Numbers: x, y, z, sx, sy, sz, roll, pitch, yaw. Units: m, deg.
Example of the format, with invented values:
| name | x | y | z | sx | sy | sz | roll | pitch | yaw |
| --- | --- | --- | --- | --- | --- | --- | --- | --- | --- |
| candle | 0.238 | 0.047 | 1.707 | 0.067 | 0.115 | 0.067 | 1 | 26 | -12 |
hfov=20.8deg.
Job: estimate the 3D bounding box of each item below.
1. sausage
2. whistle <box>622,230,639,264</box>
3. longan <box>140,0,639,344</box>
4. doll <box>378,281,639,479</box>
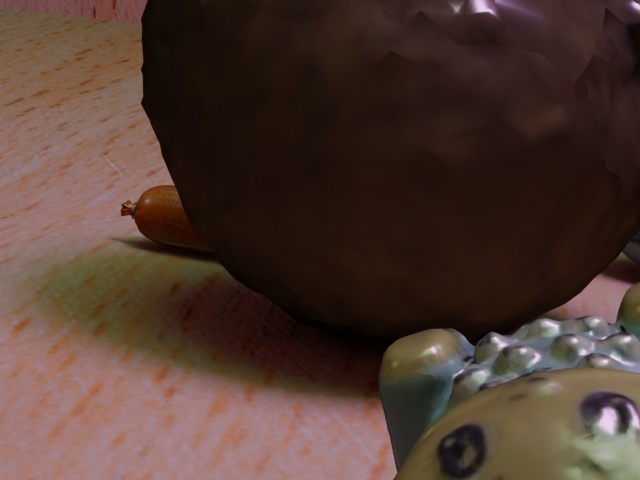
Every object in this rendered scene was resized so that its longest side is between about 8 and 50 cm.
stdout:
| name | x | y | z | sx | sy | sz | roll | pitch | yaw |
| --- | --- | --- | --- | --- | --- | --- | --- | --- | --- |
| sausage | 0.000 | 0.000 | 1.430 | 0.348 | 0.053 | 0.053 | 10 | 13 | 14 |
| whistle | 0.354 | -0.039 | 1.545 | 0.289 | 0.163 | 0.163 | 4 | 12 | -6 |
| longan | 0.067 | -0.116 | 1.231 | 0.391 | 0.391 | 0.391 | 6 | 12 | -1 |
| doll | 0.102 | 0.118 | 0.691 | 0.177 | 0.161 | 0.261 | -12 | 8 | 8 |
